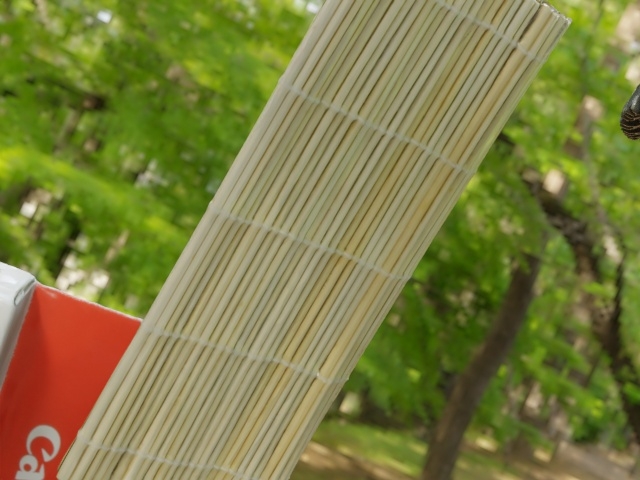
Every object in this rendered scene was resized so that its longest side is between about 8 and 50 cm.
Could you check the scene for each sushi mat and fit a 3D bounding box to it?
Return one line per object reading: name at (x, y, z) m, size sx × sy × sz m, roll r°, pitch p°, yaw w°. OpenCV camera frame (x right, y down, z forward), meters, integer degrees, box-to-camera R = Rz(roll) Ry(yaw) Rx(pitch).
sushi mat at (0.000, 0.000, 0.743) m, size 0.151 × 0.317 × 0.019 m, roll 17°, pitch 19°, yaw -44°

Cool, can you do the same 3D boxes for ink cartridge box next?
ink cartridge box at (-0.221, 0.148, 0.918) m, size 0.238 × 0.275 × 0.060 m, roll 21°, pitch 16°, yaw 0°

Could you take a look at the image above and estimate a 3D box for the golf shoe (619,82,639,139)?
golf shoe at (0.192, -0.072, 0.626) m, size 0.077 × 0.094 × 0.198 m, roll 17°, pitch 12°, yaw 41°
